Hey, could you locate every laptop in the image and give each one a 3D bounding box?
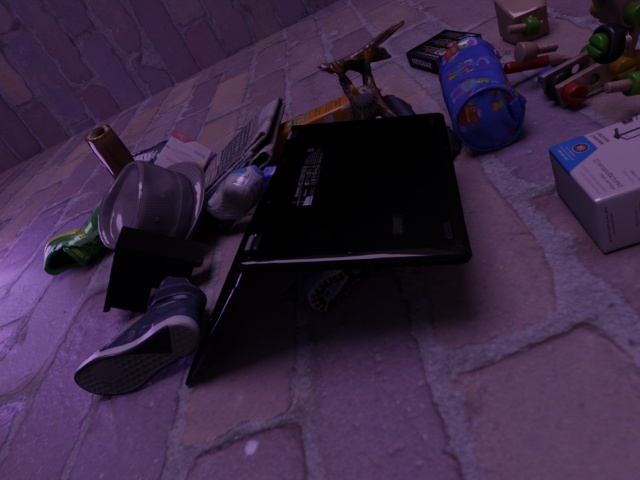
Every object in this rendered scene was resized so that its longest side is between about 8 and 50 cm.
[{"bbox_3d":[0.000,0.000,0.767,0.407,0.236,0.382,-3,37,11],"label":"laptop"}]

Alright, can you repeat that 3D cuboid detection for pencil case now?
[{"bbox_3d":[0.304,-0.290,0.941,0.133,0.119,0.306,-24,32,24],"label":"pencil case"}]

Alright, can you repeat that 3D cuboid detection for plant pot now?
[{"bbox_3d":[0.487,-0.532,1.165,0.109,0.109,0.096,-18,45,16],"label":"plant pot"}]

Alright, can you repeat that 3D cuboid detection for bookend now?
[{"bbox_3d":[-0.320,0.070,0.947,0.157,0.156,0.072,13,28,-17],"label":"bookend"}]

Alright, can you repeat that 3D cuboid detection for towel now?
[{"bbox_3d":[-0.217,-0.198,1.201,0.312,0.056,0.324,-36,27,24],"label":"towel"}]

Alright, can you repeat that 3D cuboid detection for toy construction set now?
[{"bbox_3d":[0.506,-0.376,0.870,0.237,0.257,0.309,-12,8,-6],"label":"toy construction set"}]

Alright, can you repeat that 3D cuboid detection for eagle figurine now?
[{"bbox_3d":[0.110,-0.249,0.986,0.225,0.298,0.226,-16,-12,-37],"label":"eagle figurine"}]

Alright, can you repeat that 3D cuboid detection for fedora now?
[{"bbox_3d":[-0.368,-0.068,1.025,0.243,0.124,0.275,3,73,34],"label":"fedora"}]

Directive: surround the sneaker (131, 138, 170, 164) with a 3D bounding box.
[{"bbox_3d":[-0.567,-0.266,1.639,0.223,0.083,0.098,-40,38,-19],"label":"sneaker"}]

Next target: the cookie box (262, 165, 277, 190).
[{"bbox_3d":[-0.061,-0.109,1.000,0.107,0.092,0.040,0,45,37],"label":"cookie box"}]

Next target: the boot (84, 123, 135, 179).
[{"bbox_3d":[-0.491,-0.173,1.259,0.089,0.269,0.236,-39,33,-16],"label":"boot"}]

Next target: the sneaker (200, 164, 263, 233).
[{"bbox_3d":[-0.187,-0.082,1.025,0.237,0.085,0.086,-28,22,51],"label":"sneaker"}]

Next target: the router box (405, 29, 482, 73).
[{"bbox_3d":[0.325,-0.502,1.299,0.133,0.046,0.179,-30,31,-2],"label":"router box"}]

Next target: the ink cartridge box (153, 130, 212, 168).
[{"bbox_3d":[-0.376,-0.198,1.307,0.067,0.115,0.198,-49,20,33],"label":"ink cartridge box"}]

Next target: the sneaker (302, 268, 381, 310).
[{"bbox_3d":[0.035,0.033,0.748,0.162,0.063,0.073,-37,29,-13],"label":"sneaker"}]

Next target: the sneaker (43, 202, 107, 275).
[{"bbox_3d":[-0.583,0.004,1.253,0.295,0.109,0.123,-31,38,14],"label":"sneaker"}]

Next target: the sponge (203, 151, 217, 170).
[{"bbox_3d":[-0.409,-0.226,1.500,0.210,0.031,0.117,9,49,44],"label":"sponge"}]

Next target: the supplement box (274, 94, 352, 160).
[{"bbox_3d":[-0.012,-0.278,1.215,0.233,0.080,0.078,-22,31,18],"label":"supplement box"}]

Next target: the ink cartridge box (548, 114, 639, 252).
[{"bbox_3d":[0.413,-0.088,0.598,0.203,0.086,0.148,-21,32,14],"label":"ink cartridge box"}]

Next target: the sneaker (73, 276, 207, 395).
[{"bbox_3d":[-0.286,0.152,0.812,0.226,0.086,0.163,-27,28,9],"label":"sneaker"}]
